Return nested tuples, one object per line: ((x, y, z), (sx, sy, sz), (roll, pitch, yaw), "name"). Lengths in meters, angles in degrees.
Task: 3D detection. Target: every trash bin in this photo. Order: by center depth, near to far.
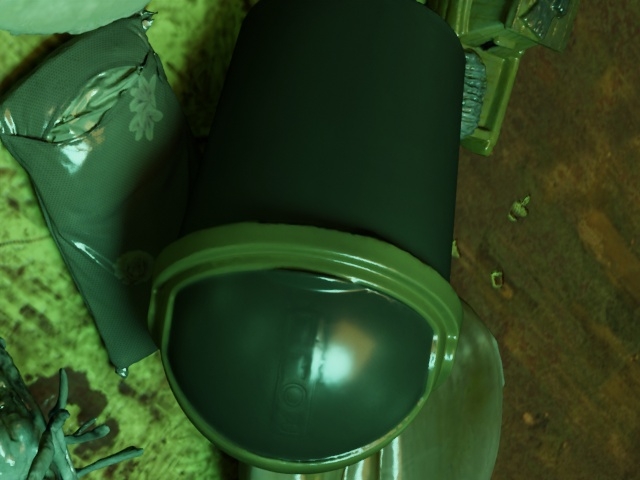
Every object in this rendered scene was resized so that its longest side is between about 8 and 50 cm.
((0.000, 0.000, 1.107), (0.214, 0.214, 0.333), (40, 52, -42), "trash bin")

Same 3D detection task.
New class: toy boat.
((0.160, -0.225, 1.300), (0.089, 0.121, 0.321), (16, 95, -38), "toy boat")

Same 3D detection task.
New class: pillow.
((-0.133, -0.033, 1.154), (0.169, 0.059, 0.255), (-42, 127, -26), "pillow")

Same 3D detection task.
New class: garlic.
((0.041, 0.154, 1.320), (0.279, 0.132, 0.325), (-11, 109, -38), "garlic")

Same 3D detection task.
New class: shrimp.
((-0.224, 0.220, 1.106), (0.221, 0.166, 0.410), (-19, 129, -38), "shrimp")

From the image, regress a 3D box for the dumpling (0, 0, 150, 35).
((-0.164, -0.274, 0.927), (0.315, 0.233, 0.395), (-63, 149, -8), "dumpling")
